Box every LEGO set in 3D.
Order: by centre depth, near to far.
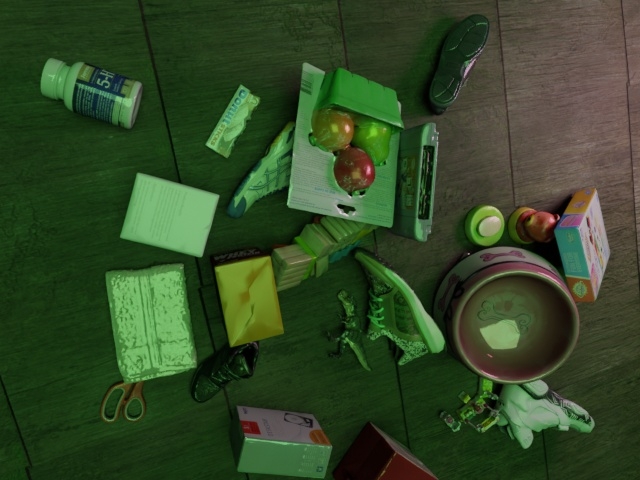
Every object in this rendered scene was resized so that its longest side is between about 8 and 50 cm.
[{"bbox_3d":[0.513,0.491,1.427,0.132,0.107,0.287,38,84,-18],"label":"LEGO set"}]

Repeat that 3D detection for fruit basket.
[{"bbox_3d":[0.068,-0.229,1.152,0.327,0.165,0.353,8,89,-33],"label":"fruit basket"}]

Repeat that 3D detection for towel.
[{"bbox_3d":[-0.416,0.202,1.126,0.187,0.049,0.282,-7,93,-17],"label":"towel"}]

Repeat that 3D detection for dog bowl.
[{"bbox_3d":[0.541,0.228,1.310,0.407,0.150,0.408,1,101,6],"label":"dog bowl"}]

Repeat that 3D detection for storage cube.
[{"bbox_3d":[0.185,0.685,1.305,0.215,0.183,0.193,38,83,-17],"label":"storage cube"}]

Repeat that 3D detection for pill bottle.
[{"bbox_3d":[-0.506,-0.331,1.011,0.186,0.112,0.112,15,91,-19],"label":"pill bottle"}]

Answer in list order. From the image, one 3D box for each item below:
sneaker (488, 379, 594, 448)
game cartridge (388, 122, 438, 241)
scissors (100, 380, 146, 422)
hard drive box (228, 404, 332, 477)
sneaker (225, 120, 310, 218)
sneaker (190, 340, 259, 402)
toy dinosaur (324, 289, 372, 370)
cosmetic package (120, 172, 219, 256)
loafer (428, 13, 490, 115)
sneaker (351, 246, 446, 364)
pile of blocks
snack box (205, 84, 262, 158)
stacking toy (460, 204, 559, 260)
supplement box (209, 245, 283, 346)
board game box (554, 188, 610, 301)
[{"bbox_3d":[0.716,0.584,1.491,0.365,0.137,0.210,34,86,-13],"label":"sneaker"},{"bbox_3d":[0.242,-0.154,1.222,0.062,0.198,0.297,1,96,-18],"label":"game cartridge"},{"bbox_3d":[-0.461,0.324,1.145,0.109,0.021,0.297,20,90,-19],"label":"scissors"},{"bbox_3d":[-0.111,0.528,1.195,0.232,0.181,0.089,14,91,-19],"label":"hard drive box"},{"bbox_3d":[-0.116,-0.158,1.155,0.131,0.112,0.296,40,84,-18],"label":"sneaker"},{"bbox_3d":[-0.245,0.334,1.160,0.227,0.130,0.087,-43,104,-7],"label":"sneaker"},{"bbox_3d":[0.076,0.281,1.293,0.118,0.064,0.268,-21,105,-21],"label":"toy dinosaur"},{"bbox_3d":[-0.351,-0.062,1.069,0.183,0.151,0.151,16,91,-18],"label":"cosmetic package"},{"bbox_3d":[0.388,-0.501,1.302,0.109,0.095,0.303,26,83,12],"label":"loafer"},{"bbox_3d":[0.190,0.203,1.279,0.182,0.158,0.410,-37,105,-1],"label":"sneaker"},{"bbox_3d":[0.000,0.000,1.227,0.362,0.149,0.113,-29,61,-22],"label":"pile of blocks"},{"bbox_3d":[-0.221,-0.301,1.152,0.064,0.022,0.178,30,87,-17],"label":"snack box"},{"bbox_3d":[0.581,0.034,1.387,0.279,0.130,0.309,13,92,-19],"label":"stacking toy"},{"bbox_3d":[-0.188,0.127,1.118,0.129,0.194,0.191,-12,99,-16],"label":"supplement box"},{"bbox_3d":[0.821,0.007,1.409,0.316,0.064,0.242,-35,110,-44],"label":"board game box"}]
